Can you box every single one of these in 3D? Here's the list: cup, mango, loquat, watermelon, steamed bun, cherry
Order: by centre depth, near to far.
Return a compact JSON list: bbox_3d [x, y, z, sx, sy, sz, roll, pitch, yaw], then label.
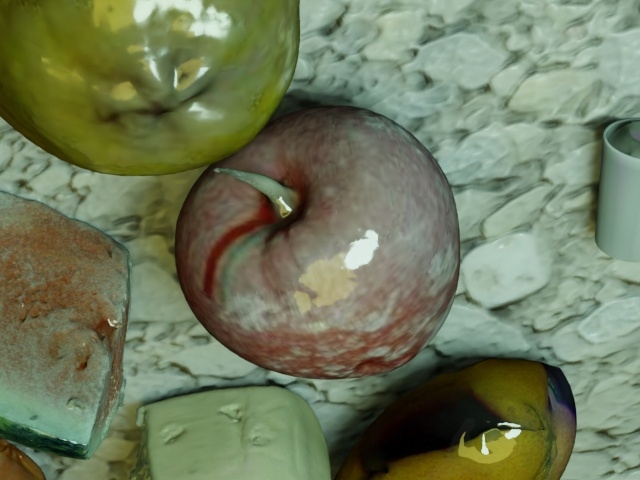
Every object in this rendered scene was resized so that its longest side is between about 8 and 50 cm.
[{"bbox_3d":[-0.147,-0.175,0.907,0.276,0.284,0.276,-10,128,-14],"label":"loquat"},{"bbox_3d":[0.000,0.000,1.044,0.236,0.213,0.285,-13,145,32],"label":"cherry"},{"bbox_3d":[0.291,-0.048,1.092,0.104,0.074,0.116,-16,127,-22],"label":"cup"},{"bbox_3d":[-0.252,0.079,1.120,0.213,0.261,0.201,26,90,-9],"label":"watermelon"},{"bbox_3d":[-0.085,0.264,1.189,0.200,0.225,0.170,-7,119,2],"label":"steamed bun"},{"bbox_3d":[0.124,0.228,1.203,0.201,0.153,0.287,41,113,-19],"label":"mango"}]

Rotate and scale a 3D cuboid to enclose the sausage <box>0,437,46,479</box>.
[{"bbox_3d":[-0.351,0.318,1.291,0.133,0.133,0.258,8,121,-3],"label":"sausage"}]
